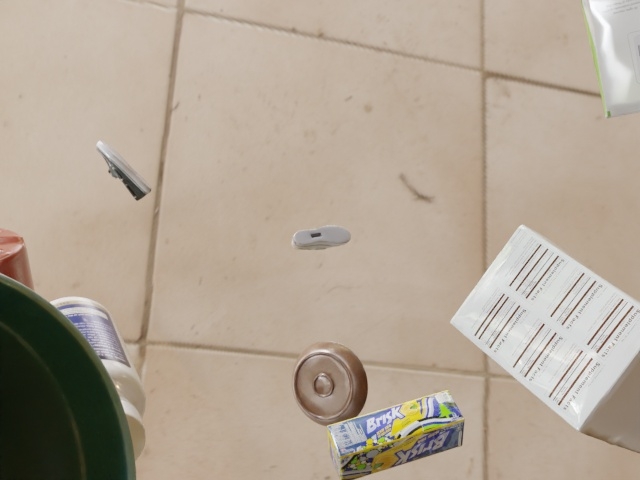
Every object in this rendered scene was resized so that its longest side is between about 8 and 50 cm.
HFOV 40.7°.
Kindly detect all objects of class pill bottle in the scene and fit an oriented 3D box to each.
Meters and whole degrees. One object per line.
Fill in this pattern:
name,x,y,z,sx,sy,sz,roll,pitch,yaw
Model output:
pill bottle,-0.210,0.130,0.767,0.094,0.169,0.094,-12,122,-21

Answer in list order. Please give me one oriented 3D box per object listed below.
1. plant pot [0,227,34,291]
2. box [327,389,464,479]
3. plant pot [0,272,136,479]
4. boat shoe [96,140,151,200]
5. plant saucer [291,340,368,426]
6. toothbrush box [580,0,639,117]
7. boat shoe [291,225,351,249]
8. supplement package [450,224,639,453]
plant pot,-0.456,0.133,1.060,0.273,0.272,0.264,-6,109,-20
box,0.096,0.249,1.101,0.169,0.059,0.054,-14,42,-12
plant pot,-0.308,0.176,0.562,0.272,0.255,0.271,28,52,-43
boat shoe,-0.400,-0.138,1.723,0.040,0.049,0.142,-44,98,4
plant saucer,0.011,0.280,1.674,0.029,0.169,0.168,2,69,-63
toothbrush box,0.376,-0.222,0.792,0.283,0.206,0.122,-43,119,-54
boat shoe,0.000,0.000,1.424,0.100,0.035,0.035,-7,66,-20
supplement package,0.305,0.116,1.003,0.194,0.203,0.149,26,101,-47
